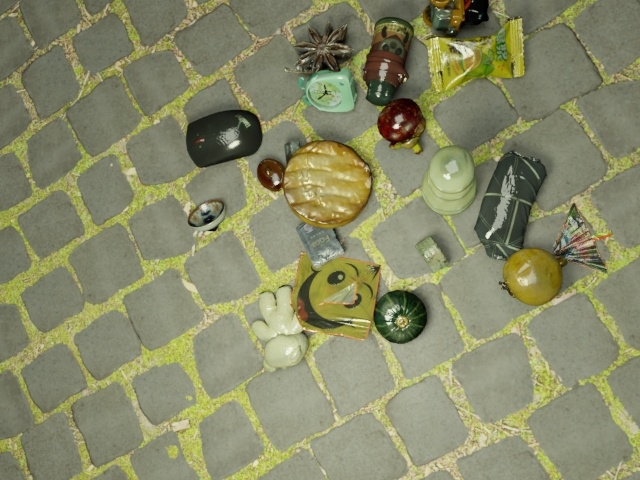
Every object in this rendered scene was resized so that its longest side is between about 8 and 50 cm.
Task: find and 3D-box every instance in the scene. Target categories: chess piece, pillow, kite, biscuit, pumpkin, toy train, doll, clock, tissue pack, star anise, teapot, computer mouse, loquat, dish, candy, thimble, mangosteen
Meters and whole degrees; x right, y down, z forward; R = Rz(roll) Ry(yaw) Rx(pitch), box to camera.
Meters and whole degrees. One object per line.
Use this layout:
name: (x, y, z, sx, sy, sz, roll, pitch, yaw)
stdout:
chess piece: (0.380, -0.184, 1.689, 0.182, 0.330, 0.183, -1, 84, 11)
pillow: (0.576, -0.103, 1.758, 0.161, 0.092, 0.335, 18, 90, 10)
kite: (0.787, -0.003, 1.741, 0.183, 0.014, 0.241, -18, 79, 10)
biscuit: (0.020, -0.181, 1.868, 0.296, 0.102, 0.297, 2, 76, -6)
pumpkin: (0.247, 0.234, 1.783, 0.167, 0.125, 0.167, 3, 105, 11)
kite: (0.057, 0.160, 1.847, 0.327, 0.013, 0.378, -30, 61, -7)
toy train: (0.440, -0.838, 1.833, 0.231, 0.163, 0.370, -3, 84, 4)
doll: (-0.118, 0.284, 1.879, 0.175, 0.149, 0.278, -35, 56, 40)
clock: (0.020, -0.498, 1.901, 0.188, 0.148, 0.060, 5, 55, 16)
tissue pack: (0.000, 0.000, 1.891, 0.112, 0.051, 0.156, -28, 70, 5)
star anise: (-0.003, -0.632, 1.949, 0.262, 0.081, 0.230, -34, 76, 10)
teapot: (-0.164, -0.220, 1.945, 0.098, 0.078, 0.129, -36, 78, 7)
computer mouse: (-0.340, -0.359, 1.990, 0.269, 0.100, 0.170, -16, 79, 11)
loquat: (0.633, 0.102, 1.696, 0.204, 0.149, 0.172, -29, 80, 0)
dish: (-0.378, -0.066, 1.986, 0.141, 0.078, 0.141, -15, 39, 13)
candy: (0.489, -0.582, 1.811, 0.297, 0.081, 0.187, -7, 109, 10)
thimble: (0.349, 0.044, 1.798, 0.062, 0.084, 0.110, -35, 76, 7)
mangosteen: (0.271, -0.369, 1.837, 0.181, 0.156, 0.146, 29, 71, -25)

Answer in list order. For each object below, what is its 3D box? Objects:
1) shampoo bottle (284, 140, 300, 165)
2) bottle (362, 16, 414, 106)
shampoo bottle: (-0.079, -0.227, 1.938, 0.063, 0.057, 0.208, -7, 83, -17)
bottle: (0.221, -0.569, 1.862, 0.156, 0.143, 0.272, 8, 83, 39)
